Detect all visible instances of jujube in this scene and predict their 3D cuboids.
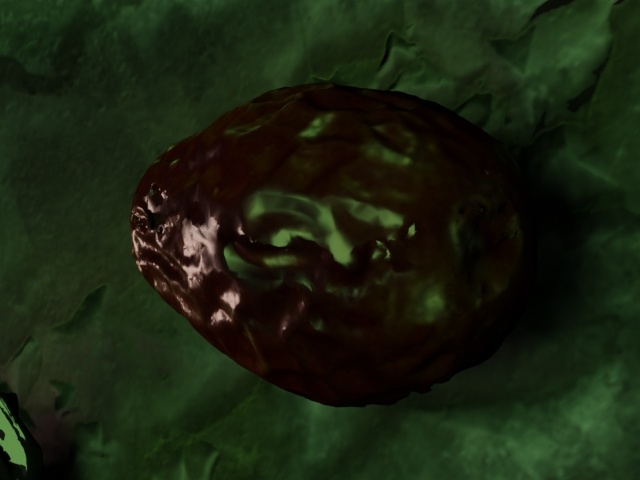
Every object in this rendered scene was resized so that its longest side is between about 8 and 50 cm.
[{"bbox_3d":[0.000,0.000,1.065,0.290,0.197,0.197,7,91,52],"label":"jujube"}]

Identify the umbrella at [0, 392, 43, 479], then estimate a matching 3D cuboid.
[{"bbox_3d":[-0.231,0.211,1.279,0.272,0.110,0.122,63,156,23],"label":"umbrella"}]
